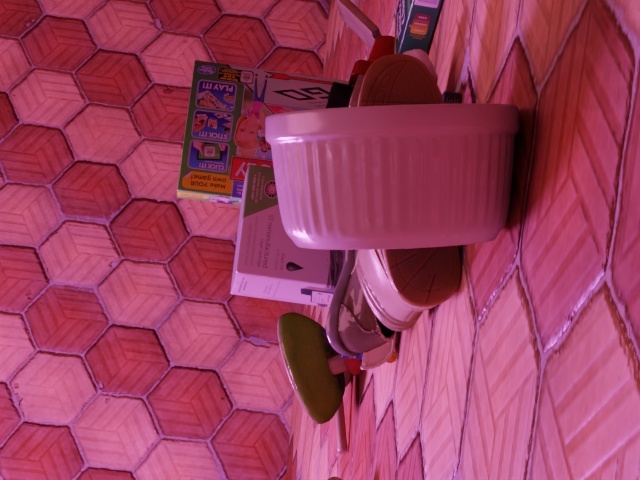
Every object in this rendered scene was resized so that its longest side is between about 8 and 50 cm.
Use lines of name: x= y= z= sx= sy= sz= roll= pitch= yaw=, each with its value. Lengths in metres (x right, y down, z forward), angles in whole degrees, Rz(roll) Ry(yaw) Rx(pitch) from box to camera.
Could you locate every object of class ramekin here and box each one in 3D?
ramekin: x=0.059 y=-0.051 z=0.977 sx=0.207 sy=0.207 sz=0.109 roll=-134 pitch=43 yaw=-85

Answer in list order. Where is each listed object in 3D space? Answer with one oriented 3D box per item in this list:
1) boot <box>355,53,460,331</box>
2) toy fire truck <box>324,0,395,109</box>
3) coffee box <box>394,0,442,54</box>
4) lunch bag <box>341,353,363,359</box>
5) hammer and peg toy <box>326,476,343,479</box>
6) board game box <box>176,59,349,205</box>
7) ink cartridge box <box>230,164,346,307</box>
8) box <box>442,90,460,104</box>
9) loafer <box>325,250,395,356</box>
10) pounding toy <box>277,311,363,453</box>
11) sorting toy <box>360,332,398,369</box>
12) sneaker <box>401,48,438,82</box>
boot: x=0.081 y=-0.043 z=1.258 sx=0.203 sy=0.095 sz=0.261 roll=108 pitch=154 yaw=-76
toy fire truck: x=0.062 y=-0.215 z=1.731 sx=0.217 sy=0.159 sz=0.246 roll=102 pitch=-175 yaw=-57
coffee box: x=0.129 y=-0.316 z=1.546 sx=0.184 sy=0.040 sz=0.113 roll=103 pitch=173 yaw=-56
lunch bag: x=0.056 y=0.121 z=1.666 sx=0.067 sy=0.065 sz=0.098 roll=-88 pitch=6 yaw=-51
hammer and peg toy: x=-0.028 y=0.471 z=1.470 sx=0.361 sy=0.127 sz=0.265 roll=-34 pitch=-46 yaw=-49
board game box: x=-0.050 y=-0.151 z=1.843 sx=0.046 sy=0.317 sz=0.213 roll=113 pitch=163 yaw=-73
ink cartridge box: x=0.000 y=0.000 z=1.592 sx=0.092 sy=0.220 sz=0.160 roll=114 pitch=162 yaw=-66
box: x=0.133 y=-0.113 z=1.294 sx=0.067 sy=0.018 sz=0.083 roll=127 pitch=150 yaw=-83
loafer: x=0.081 y=0.022 z=1.465 sx=0.087 sy=0.094 sz=0.251 roll=-1 pitch=71 yaw=43
pounding toy: x=0.027 y=0.201 z=1.895 sx=0.237 sy=0.110 sz=0.183 roll=58 pitch=-165 yaw=-46
sorting toy: x=0.078 y=0.123 z=1.539 sx=0.075 sy=0.045 sz=0.083 roll=-13 pitch=-71 yaw=-86
sneaker: x=0.070 y=-0.109 z=1.376 sx=0.090 sy=0.115 sz=0.232 roll=-27 pitch=-51 yaw=-66
